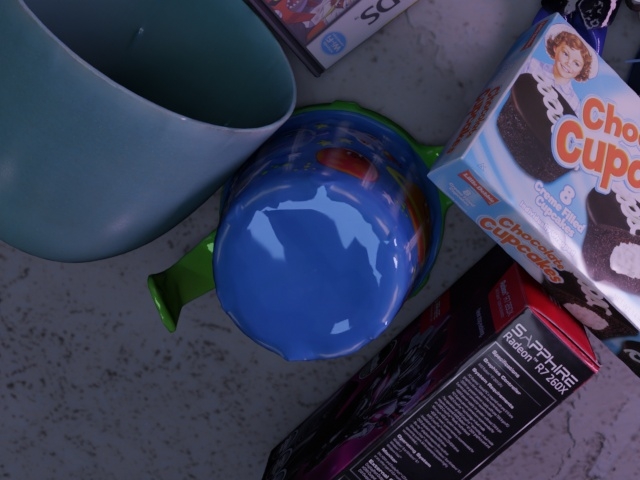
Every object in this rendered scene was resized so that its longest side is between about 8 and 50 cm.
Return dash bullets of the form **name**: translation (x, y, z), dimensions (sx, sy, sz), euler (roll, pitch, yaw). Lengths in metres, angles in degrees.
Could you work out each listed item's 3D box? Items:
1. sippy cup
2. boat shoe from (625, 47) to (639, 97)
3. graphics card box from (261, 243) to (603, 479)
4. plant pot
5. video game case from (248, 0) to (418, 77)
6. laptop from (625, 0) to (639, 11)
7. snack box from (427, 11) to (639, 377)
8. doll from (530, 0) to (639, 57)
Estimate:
- **sippy cup**: translation (0.000, 0.000, 0.945), dimensions (0.240, 0.224, 0.305), euler (33, 107, -2)
- **boat shoe**: translation (0.351, -0.188, 0.922), dimensions (0.109, 0.089, 0.258), euler (19, 109, 0)
- **graphics card box**: translation (0.087, 0.171, 0.976), dimensions (0.094, 0.233, 0.371), euler (43, 106, -7)
- **plant pot**: translation (-0.207, -0.121, 0.915), dimensions (0.293, 0.293, 0.235), euler (39, 119, -4)
- **video game case**: translation (0.014, -0.311, 0.892), dimensions (0.248, 0.035, 0.275), euler (-35, 129, 14)
- **laptop**: translation (0.431, -0.416, 0.769), dimensions (0.382, 0.236, 0.407), euler (-1, 72, 7)
- **snack box**: translation (0.262, -0.024, 0.897), dimensions (0.322, 0.060, 0.187), euler (42, 63, -13)
- **doll**: translation (0.249, -0.222, 0.948), dimensions (0.129, 0.046, 0.189), euler (18, 105, 11)
